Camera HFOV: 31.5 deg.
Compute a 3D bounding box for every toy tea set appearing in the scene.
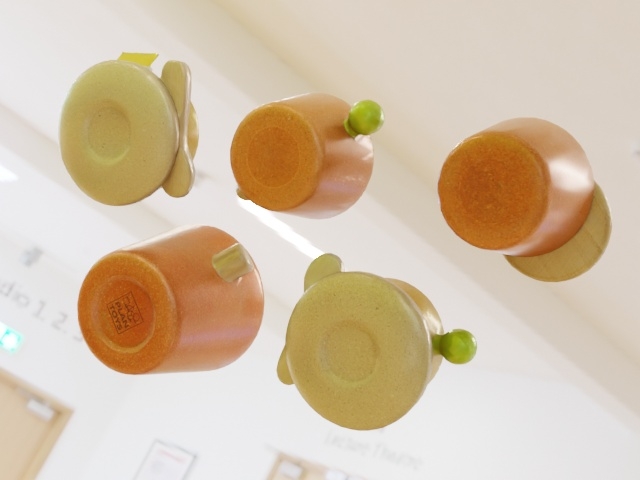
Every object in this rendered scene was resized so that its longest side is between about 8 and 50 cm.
[{"bbox_3d":[0.000,0.000,0.668,0.336,0.200,0.124,9,8,26],"label":"toy tea set"}]
